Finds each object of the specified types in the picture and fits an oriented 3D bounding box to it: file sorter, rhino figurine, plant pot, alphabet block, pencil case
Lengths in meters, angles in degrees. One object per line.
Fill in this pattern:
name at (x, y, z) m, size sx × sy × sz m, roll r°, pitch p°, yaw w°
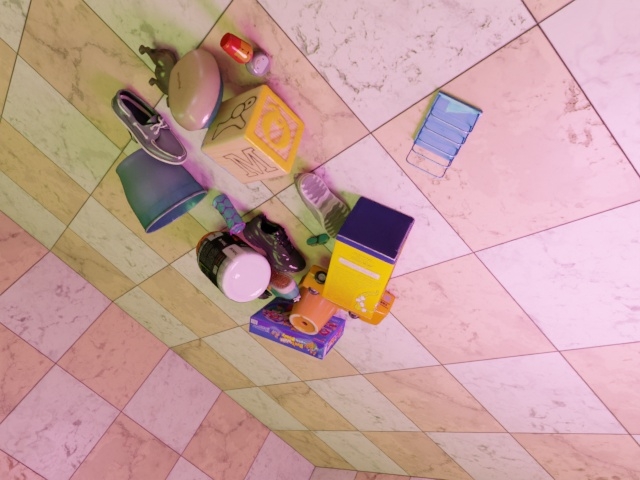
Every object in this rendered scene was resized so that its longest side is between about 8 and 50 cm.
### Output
file sorter at (0.304, -0.259, 1.214) m, size 0.118 × 0.104 × 0.170 m, roll 28°, pitch 142°, yaw 5°
rhino figurine at (-0.482, -0.497, 1.526) m, size 0.107 × 0.073 × 0.243 m, roll 20°, pitch 142°, yaw 21°
plant pot at (-0.029, 0.270, 1.962) m, size 0.205 × 0.187 × 0.205 m, roll 19°, pitch 141°, yaw 17°
alphabet block at (-0.195, -0.302, 1.411) m, size 0.197 × 0.192 × 0.193 m, roll -5°, pitch 151°, yaw 40°
pencil case at (-0.350, -0.099, 1.834) m, size 0.151 × 0.070 × 0.064 m, roll 54°, pitch 171°, yaw 17°
plant pot at (-0.610, -0.206, 1.805) m, size 0.255 × 0.272 × 0.272 m, roll 54°, pitch 140°, yaw -3°

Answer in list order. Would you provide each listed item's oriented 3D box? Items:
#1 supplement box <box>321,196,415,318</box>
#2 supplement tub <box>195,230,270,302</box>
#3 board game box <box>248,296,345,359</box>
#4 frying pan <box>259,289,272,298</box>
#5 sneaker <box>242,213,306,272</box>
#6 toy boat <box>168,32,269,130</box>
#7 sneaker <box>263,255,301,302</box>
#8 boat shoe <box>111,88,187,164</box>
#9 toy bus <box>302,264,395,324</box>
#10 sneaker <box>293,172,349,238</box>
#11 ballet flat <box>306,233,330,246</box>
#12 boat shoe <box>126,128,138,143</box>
supplement box at (0.151, 0.066, 1.606) m, size 0.195 × 0.194 × 0.356 m, roll 25°, pitch 142°, yaw 10°
supplement tub at (-0.356, 0.089, 1.903) m, size 0.338 × 0.207 × 0.207 m, roll 31°, pitch 153°, yaw 50°
board game box at (-0.096, 0.366, 2.074) m, size 0.348 × 0.233 × 0.078 m, roll 17°, pitch 112°, yaw 20°
frying pan at (-0.263, 0.219, 2.079) m, size 0.326 × 0.053 × 0.197 m, roll 34°, pitch 167°, yaw 45°
sneaker at (-0.163, 0.014, 1.848) m, size 0.286 × 0.109 × 0.130 m, roll 39°, pitch 136°, yaw -12°
toy boat at (-0.294, -0.444, 1.360) m, size 0.318 × 0.267 × 0.148 m, roll -28°, pitch 148°, yaw 31°
sneaker at (-0.187, 0.165, 1.962) m, size 0.302 × 0.108 × 0.121 m, roll 32°, pitch 156°, yaw 49°
boat shoe at (-0.592, -0.395, 1.682) m, size 0.319 × 0.116 × 0.099 m, roll 43°, pitch 145°, yaw -6°
toy bus at (0.105, 0.192, 1.829) m, size 0.333 × 0.130 × 0.108 m, roll 31°, pitch 143°, yaw 2°
sneaker at (0.006, -0.125, 1.604) m, size 0.115 × 0.105 × 0.281 m, roll 40°, pitch 166°, yaw 54°
ballet flat at (0.000, 0.000, 1.774) m, size 0.114 × 0.041 × 0.041 m, roll -11°, pitch 125°, yaw 42°
boat shoe at (-0.697, -0.418, 1.784) m, size 0.038 × 0.046 × 0.125 m, roll 16°, pitch 137°, yaw 20°
